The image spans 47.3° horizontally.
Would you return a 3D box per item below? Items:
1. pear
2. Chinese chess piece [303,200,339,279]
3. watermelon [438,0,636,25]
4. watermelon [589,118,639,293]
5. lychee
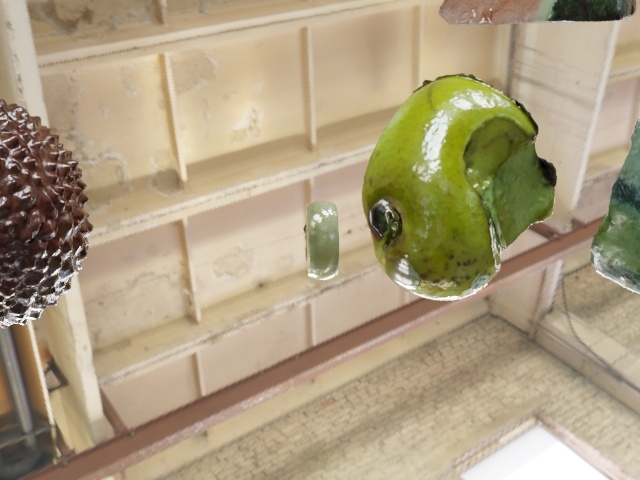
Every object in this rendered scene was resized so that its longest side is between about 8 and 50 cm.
[{"bbox_3d":[0.160,-0.063,0.929,0.255,0.164,0.238,-42,-68,-36],"label":"pear"},{"bbox_3d":[0.000,0.000,1.319,0.058,0.144,0.144,-1,-57,-3],"label":"Chinese chess piece"},{"bbox_3d":[0.215,-0.293,0.738,0.202,0.207,0.136,-18,-10,7],"label":"watermelon"},{"bbox_3d":[0.280,-0.043,0.530,0.139,0.071,0.187,17,-81,-46],"label":"watermelon"},{"bbox_3d":[-0.402,-0.024,0.853,0.264,0.264,0.300,54,-137,-46],"label":"lychee"}]
